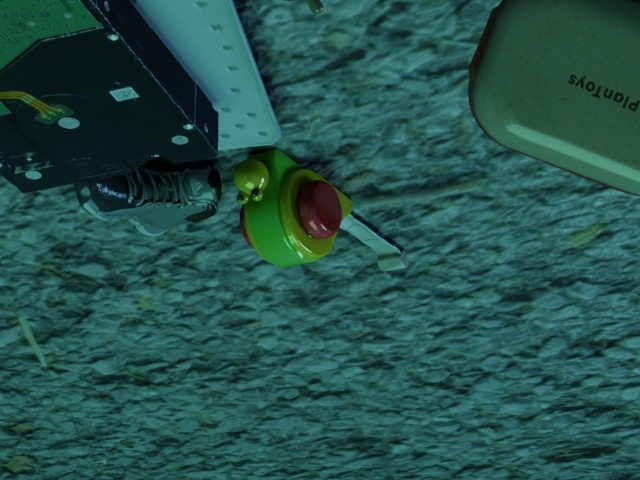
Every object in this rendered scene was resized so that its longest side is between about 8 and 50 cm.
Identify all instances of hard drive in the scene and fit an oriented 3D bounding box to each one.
[{"bbox_3d":[-0.271,-0.165,1.767,0.237,0.064,0.339,-11,152,18],"label":"hard drive"}]

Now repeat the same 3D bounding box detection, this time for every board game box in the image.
[{"bbox_3d":[-0.265,-0.196,1.832,0.390,0.050,0.390,-5,152,8],"label":"board game box"}]

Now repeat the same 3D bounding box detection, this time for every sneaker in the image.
[{"bbox_3d":[-0.188,-0.067,2.086,0.132,0.086,0.228,-11,167,19],"label":"sneaker"}]

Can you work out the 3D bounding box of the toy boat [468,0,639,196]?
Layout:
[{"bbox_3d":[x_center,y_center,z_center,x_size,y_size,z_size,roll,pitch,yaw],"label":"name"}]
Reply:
[{"bbox_3d":[0.240,-0.132,1.489,0.231,0.151,0.151,21,-163,-1],"label":"toy boat"}]

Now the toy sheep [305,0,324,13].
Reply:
[{"bbox_3d":[-0.031,-0.262,1.614,0.091,0.132,0.091,-31,164,-10],"label":"toy sheep"}]

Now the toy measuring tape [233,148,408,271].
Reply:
[{"bbox_3d":[0.000,0.000,2.143,0.121,0.121,0.330,-11,149,33],"label":"toy measuring tape"}]
